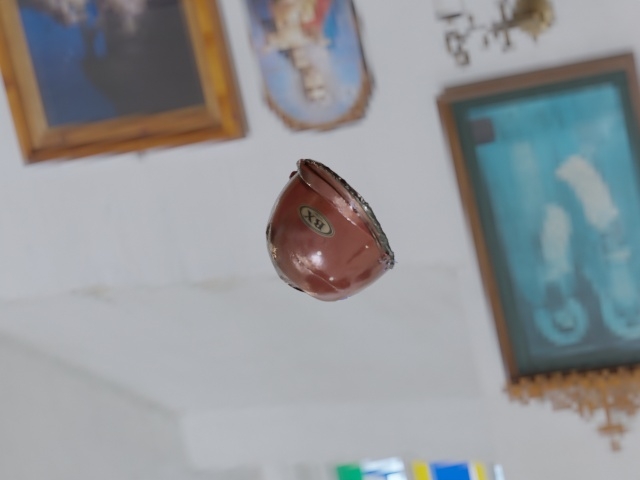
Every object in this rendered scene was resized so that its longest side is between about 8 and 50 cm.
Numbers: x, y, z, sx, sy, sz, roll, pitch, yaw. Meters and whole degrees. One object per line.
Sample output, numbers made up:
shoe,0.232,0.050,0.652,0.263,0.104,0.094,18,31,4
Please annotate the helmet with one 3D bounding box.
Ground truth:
helmet,-0.001,0.000,0.825,0.049,0.065,0.084,-45,158,-6
